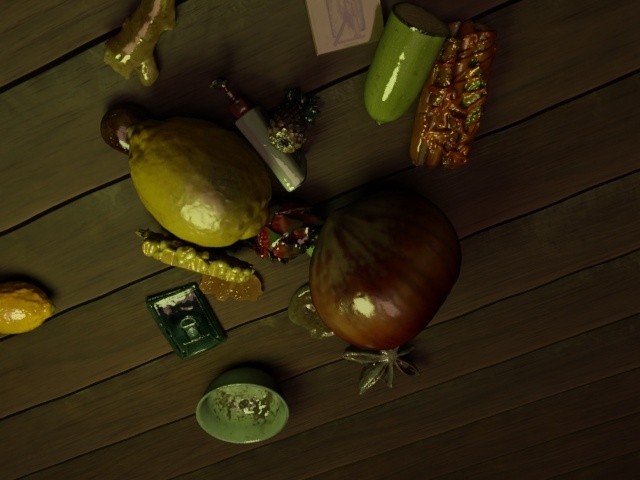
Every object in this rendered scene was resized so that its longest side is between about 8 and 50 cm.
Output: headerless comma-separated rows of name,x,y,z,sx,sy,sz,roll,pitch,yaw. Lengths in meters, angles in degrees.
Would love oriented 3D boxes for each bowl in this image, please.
bowl,-0.246,0.509,1.560,0.290,0.146,0.289,-2,123,-3

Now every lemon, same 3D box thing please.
lemon,-0.266,-0.130,1.073,0.316,0.285,0.285,27,121,15
lemon,-0.813,0.179,1.291,0.187,0.142,0.142,5,121,-15

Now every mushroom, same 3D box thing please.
mushroom,-0.435,-0.253,1.102,0.127,0.087,0.127,-9,111,-25

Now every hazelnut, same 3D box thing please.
hazelnut,0.160,0.064,1.181,0.359,0.359,0.409,37,76,-25

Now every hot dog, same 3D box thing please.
hot dog,0.309,-0.320,1.113,0.159,0.117,0.348,3,122,-9

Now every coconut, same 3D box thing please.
coconut,0.000,0.000,1.300,0.096,0.087,0.088,-38,119,24

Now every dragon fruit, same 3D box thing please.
dragon fruit,-0.101,-0.023,1.227,0.189,0.182,0.182,27,117,-4

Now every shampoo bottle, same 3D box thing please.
shampoo bottle,-0.140,-0.251,1.090,0.071,0.153,0.284,-36,113,18

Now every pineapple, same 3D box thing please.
pineapple,-0.058,-0.260,1.055,0.103,0.221,0.083,26,132,-12

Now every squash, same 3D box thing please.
squash,0.168,-0.371,1.055,0.133,0.132,0.247,13,133,-14

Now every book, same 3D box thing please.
book,0.045,-0.523,1.008,0.161,0.026,0.230,-13,122,2

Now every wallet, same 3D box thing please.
wallet,-0.397,0.244,1.432,0.160,0.055,0.235,-21,122,-1

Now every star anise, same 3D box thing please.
star anise,0.195,0.381,1.549,0.258,0.111,0.198,-13,99,-16

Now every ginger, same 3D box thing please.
ginger,-0.350,-0.464,0.978,0.118,0.065,0.298,15,121,-31

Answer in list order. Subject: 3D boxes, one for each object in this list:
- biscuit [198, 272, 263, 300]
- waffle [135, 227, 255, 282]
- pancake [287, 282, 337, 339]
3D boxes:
biscuit,-0.256,0.118,1.380,0.184,0.027,0.133,0,121,-9
waffle,-0.306,0.039,1.174,0.330,0.329,0.062,20,88,-18
pancake,0.015,0.218,1.466,0.223,0.042,0.236,-22,121,10
